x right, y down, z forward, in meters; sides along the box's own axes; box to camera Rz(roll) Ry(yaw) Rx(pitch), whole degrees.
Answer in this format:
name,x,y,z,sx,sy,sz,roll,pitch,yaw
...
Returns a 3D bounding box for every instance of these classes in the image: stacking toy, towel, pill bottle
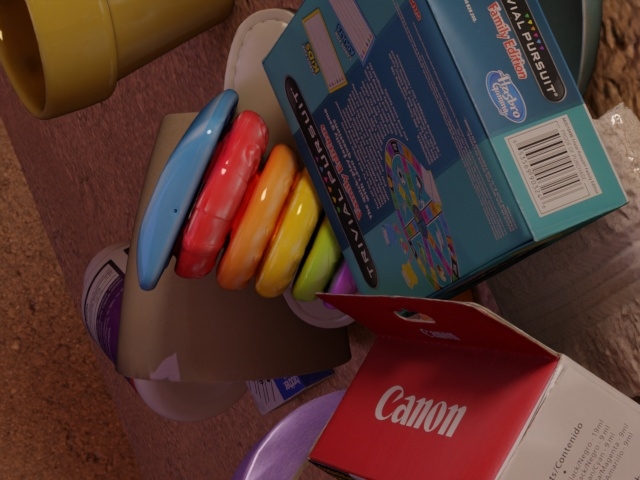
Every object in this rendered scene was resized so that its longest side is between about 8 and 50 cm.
name,x,y,z,sx,sy,sz,roll,pitch,yaw
stacking toy,0.000,0.000,1.285,0.166,0.302,0.175,-77,10,-72
towel,0.194,0.028,1.057,0.187,0.049,0.282,65,159,8
pill bottle,-0.224,0.113,2.019,0.323,0.182,0.181,37,143,56

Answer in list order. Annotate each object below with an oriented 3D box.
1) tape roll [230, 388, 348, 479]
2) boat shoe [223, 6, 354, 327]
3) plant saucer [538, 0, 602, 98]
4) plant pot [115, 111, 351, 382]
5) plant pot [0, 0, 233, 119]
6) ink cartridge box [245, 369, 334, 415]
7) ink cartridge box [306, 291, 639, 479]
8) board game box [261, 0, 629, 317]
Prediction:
name,x,y,z,sx,sy,sz,roll,pitch,yaw
tape roll,0.044,0.282,1.364,0.274,0.275,0.090,64,160,11
boat shoe,-0.010,-0.078,1.385,0.096,0.117,0.324,-57,-43,-58
plant saucer,0.110,-0.213,1.037,0.317,0.044,0.317,53,155,37
plant pot,-0.101,-0.002,1.546,0.256,0.257,0.274,-172,78,-67
plant pot,-0.236,-0.286,1.561,0.254,0.239,0.254,53,155,37
ink cartridge box,-0.051,0.153,1.801,0.097,0.046,0.207,63,157,7
ink cartridge box,0.122,0.160,1.062,0.272,0.130,0.309,34,168,-16
board game box,0.074,-0.089,1.072,0.253,0.079,0.336,67,161,6
